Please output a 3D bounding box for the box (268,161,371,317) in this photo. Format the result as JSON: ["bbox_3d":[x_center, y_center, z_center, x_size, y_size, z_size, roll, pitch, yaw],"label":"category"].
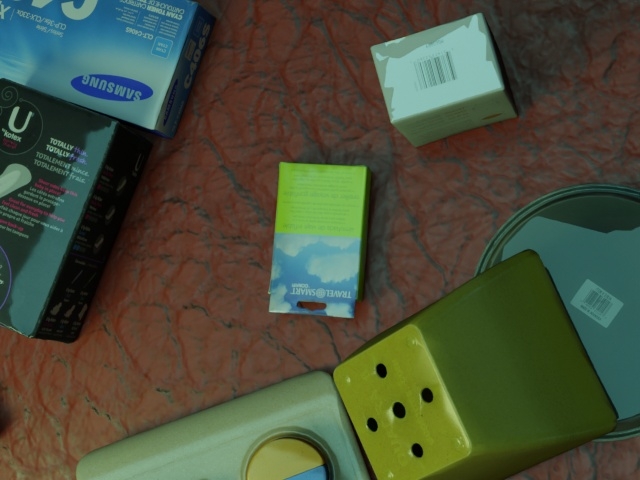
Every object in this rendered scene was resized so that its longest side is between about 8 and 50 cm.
[{"bbox_3d":[0.000,0.000,1.728,0.109,0.042,0.178,3,84,13],"label":"box"}]

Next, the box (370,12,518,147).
[{"bbox_3d":[0.142,-0.177,1.652,0.130,0.170,0.091,-17,82,10],"label":"box"}]

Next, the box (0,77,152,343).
[{"bbox_3d":[-0.337,-0.031,1.754,0.165,0.143,0.270,21,88,12],"label":"box"}]

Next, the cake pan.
[{"bbox_3d":[0.308,0.077,1.646,0.293,0.054,0.293,-2,83,12],"label":"cake pan"}]

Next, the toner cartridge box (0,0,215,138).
[{"bbox_3d":[-0.320,-0.257,1.813,0.347,0.075,0.165,18,89,14],"label":"toner cartridge box"}]

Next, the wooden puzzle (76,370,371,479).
[{"bbox_3d":[-0.084,0.354,1.665,0.322,0.080,0.348,-20,79,1],"label":"wooden puzzle"}]

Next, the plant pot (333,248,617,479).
[{"bbox_3d":[0.144,0.158,1.558,0.212,0.187,0.212,-35,75,43],"label":"plant pot"}]
